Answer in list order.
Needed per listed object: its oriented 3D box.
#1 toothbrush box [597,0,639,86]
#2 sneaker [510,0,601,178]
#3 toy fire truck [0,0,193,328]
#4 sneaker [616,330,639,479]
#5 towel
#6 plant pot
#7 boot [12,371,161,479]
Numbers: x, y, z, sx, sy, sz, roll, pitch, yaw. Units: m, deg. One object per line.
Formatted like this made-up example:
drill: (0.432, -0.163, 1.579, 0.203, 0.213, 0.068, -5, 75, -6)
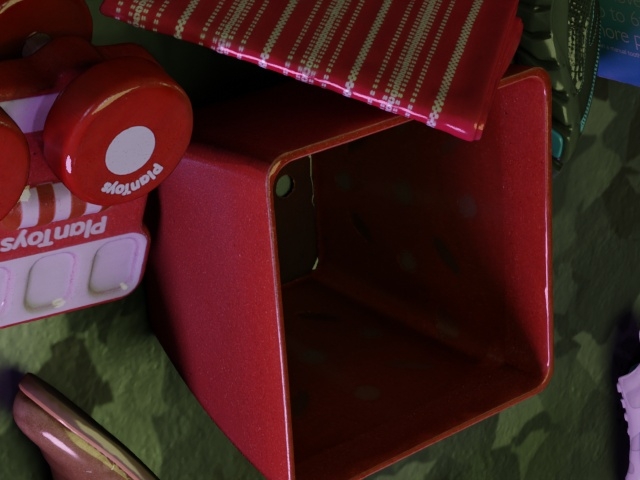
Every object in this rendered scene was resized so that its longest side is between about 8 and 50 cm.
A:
toothbrush box: (0.334, -0.277, 1.589, 0.126, 0.216, 0.295, -34, 126, -28)
sneaker: (0.178, -0.227, 1.552, 0.139, 0.125, 0.340, -49, 144, -56)
toy fire truck: (-0.236, -0.030, 1.227, 0.302, 0.169, 0.253, -16, 134, -36)
sneaker: (0.354, 0.175, 1.865, 0.087, 0.092, 0.228, -25, 140, -36)
towel: (0.003, -0.162, 1.277, 0.199, 0.275, 0.031, -67, 174, -54)
plant pot: (0.000, 0.000, 1.379, 0.267, 0.236, 0.267, -21, 119, -35)
boot: (-0.168, 0.225, 1.409, 0.115, 0.112, 0.305, -40, 131, -11)
